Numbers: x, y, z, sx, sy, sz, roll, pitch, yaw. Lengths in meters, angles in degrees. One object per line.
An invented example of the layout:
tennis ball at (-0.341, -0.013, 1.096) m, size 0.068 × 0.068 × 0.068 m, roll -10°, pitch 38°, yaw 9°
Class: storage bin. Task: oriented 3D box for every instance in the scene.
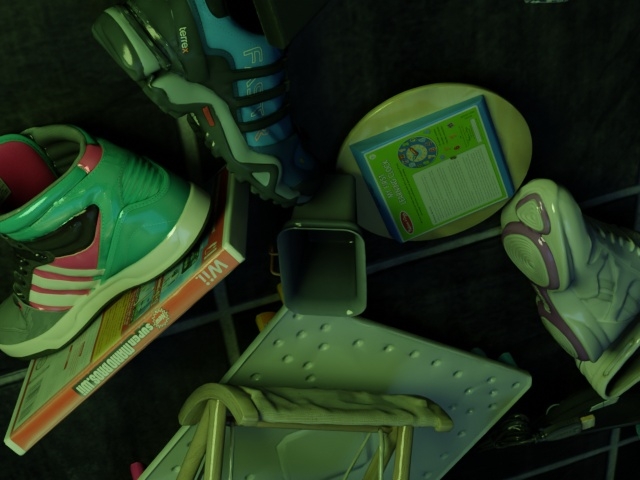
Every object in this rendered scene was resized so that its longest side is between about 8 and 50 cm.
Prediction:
storage bin at (0.000, 0.000, 1.318) m, size 0.098 × 0.091 × 0.135 m, roll 2°, pitch 138°, yaw 6°

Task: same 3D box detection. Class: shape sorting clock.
shape sorting clock at (0.114, -0.078, 1.339) m, size 0.206 × 0.040 × 0.206 m, roll -10°, pitch 134°, yaw -10°

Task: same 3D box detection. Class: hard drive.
hard drive at (-0.009, -0.237, 1.094) m, size 0.135 × 0.022 × 0.094 m, roll -51°, pitch 144°, yaw -27°

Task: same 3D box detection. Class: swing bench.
swing bench at (-0.026, 0.269, 1.437) m, size 0.253 × 0.165 × 0.254 m, roll 8°, pitch 103°, yaw -28°

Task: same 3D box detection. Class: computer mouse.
computer mouse at (0.328, 0.217, 1.665) m, size 0.262 × 0.060 × 0.184 m, roll -9°, pitch 170°, yaw -9°

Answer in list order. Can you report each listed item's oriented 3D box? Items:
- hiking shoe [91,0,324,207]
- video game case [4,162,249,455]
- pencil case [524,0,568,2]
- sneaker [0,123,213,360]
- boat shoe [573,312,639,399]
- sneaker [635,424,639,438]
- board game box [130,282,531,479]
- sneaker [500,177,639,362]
hiking shoe at (-0.061, -0.134, 1.160) m, size 0.132 × 0.113 × 0.304 m, roll -44°, pitch 142°, yaw 3°
video game case at (-0.176, 0.056, 1.227) m, size 0.285 × 0.204 × 0.025 m, roll -41°, pitch 109°, yaw 16°
pencil case at (0.158, -0.375, 0.999) m, size 0.160 × 0.167 × 0.386 m, roll 7°, pitch 136°, yaw 14°
sneaker at (-0.256, -0.004, 1.190) m, size 0.178 × 0.123 × 0.295 m, roll 37°, pitch 128°, yaw -26°
boat shoe at (0.436, 0.097, 1.616) m, size 0.267 × 0.088 × 0.096 m, roll -36°, pitch 135°, yaw 11°
sneaker at (0.525, 0.195, 1.762) m, size 0.092 × 0.087 × 0.228 m, roll 9°, pitch 134°, yaw -39°
board game box at (-0.001, 0.237, 1.581) m, size 0.390 × 0.050 × 0.390 m, roll 20°, pitch 121°, yaw -37°
sneaker at (0.296, 0.010, 1.478) m, size 0.152 × 0.114 × 0.305 m, roll -39°, pitch 141°, yaw -6°
